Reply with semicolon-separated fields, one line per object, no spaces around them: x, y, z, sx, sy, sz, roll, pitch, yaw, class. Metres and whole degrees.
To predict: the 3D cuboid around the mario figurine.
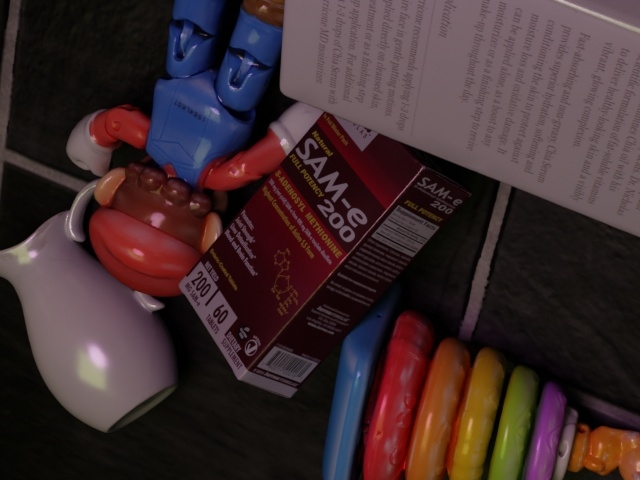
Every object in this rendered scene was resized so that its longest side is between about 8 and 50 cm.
-0.106;-0.098;1.606;0.198;0.170;0.320;48;123;46;mario figurine

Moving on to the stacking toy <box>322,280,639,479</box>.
0.161;0.162;1.563;0.302;0.175;0.166;12;118;7;stacking toy

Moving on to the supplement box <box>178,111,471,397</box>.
0.000;0.000;1.519;0.239;0.073;0.130;-49;48;14;supplement box

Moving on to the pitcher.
-0.207;0.061;1.719;0.178;0.125;0.207;-37;81;20;pitcher

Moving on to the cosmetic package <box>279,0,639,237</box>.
0.208;-0.144;1.289;0.453;0.161;0.230;23;150;9;cosmetic package
